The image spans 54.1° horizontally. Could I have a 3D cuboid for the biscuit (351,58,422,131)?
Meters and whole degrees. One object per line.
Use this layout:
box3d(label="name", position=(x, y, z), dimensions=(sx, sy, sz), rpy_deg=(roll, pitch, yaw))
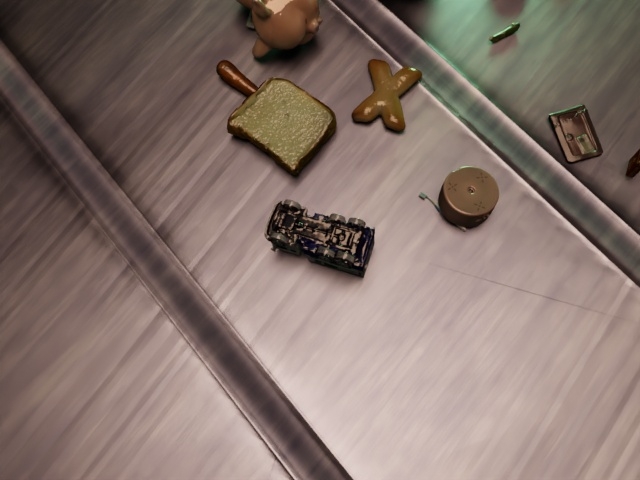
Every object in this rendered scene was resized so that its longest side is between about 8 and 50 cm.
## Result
box3d(label="biscuit", position=(0.192, -0.422, 1.805), dimensions=(0.164, 0.047, 0.208), rpy_deg=(16, 73, 8))

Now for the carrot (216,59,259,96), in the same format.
box3d(label="carrot", position=(-0.240, -0.471, 1.848), dimensions=(0.161, 0.055, 0.055), rpy_deg=(41, 78, 8))

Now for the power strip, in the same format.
box3d(label="power strip", position=(0.394, -0.114, 1.666), dimensions=(0.154, 0.078, 0.154), rpy_deg=(1, 67, -2))

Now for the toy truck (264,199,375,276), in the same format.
box3d(label="toy truck", position=(0.000, 0.000, 1.621), dimensions=(0.267, 0.155, 0.124), rpy_deg=(17, 73, 12))

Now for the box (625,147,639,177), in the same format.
box3d(label="box", position=(0.846, -0.209, 1.671), dimensions=(0.023, 0.082, 0.052), rpy_deg=(17, 73, 9))

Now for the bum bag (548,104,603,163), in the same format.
box3d(label="bum bag", position=(0.710, -0.296, 1.744), dimensions=(0.109, 0.026, 0.160), rpy_deg=(-15, 76, -1))

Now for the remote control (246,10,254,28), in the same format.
box3d(label="remote control", position=(-0.180, -0.722, 1.939), dimensions=(0.061, 0.029, 0.162), rpy_deg=(14, 77, 5))

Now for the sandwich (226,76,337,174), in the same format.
box3d(label="sandwich", position=(-0.104, -0.329, 1.770), dimensions=(0.251, 0.087, 0.226), rpy_deg=(36, 79, 11))

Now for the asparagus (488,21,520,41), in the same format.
box3d(label="asparagus", position=(0.543, -0.616, 1.860), dimensions=(0.108, 0.021, 0.025), rpy_deg=(-29, 68, -6))

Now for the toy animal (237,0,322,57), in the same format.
box3d(label="toy animal", position=(-0.138, -0.702, 1.822), dimensions=(0.326, 0.237, 0.269), rpy_deg=(31, 68, 6))

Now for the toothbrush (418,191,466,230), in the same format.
box3d(label="toothbrush", position=(0.332, -0.079, 1.698), dimensions=(0.162, 0.014, 0.017), rpy_deg=(40, 64, 15))
